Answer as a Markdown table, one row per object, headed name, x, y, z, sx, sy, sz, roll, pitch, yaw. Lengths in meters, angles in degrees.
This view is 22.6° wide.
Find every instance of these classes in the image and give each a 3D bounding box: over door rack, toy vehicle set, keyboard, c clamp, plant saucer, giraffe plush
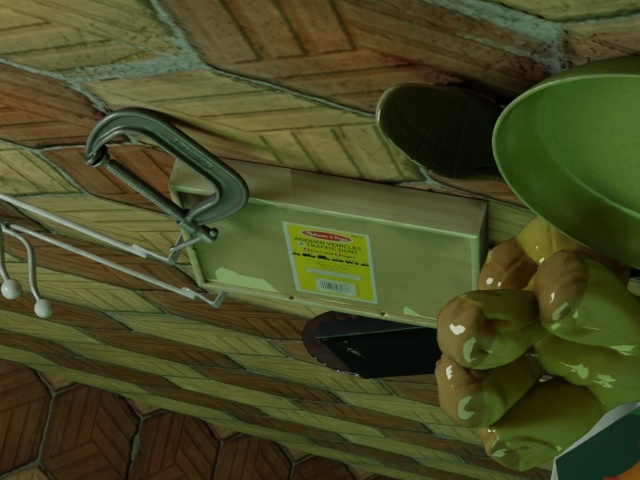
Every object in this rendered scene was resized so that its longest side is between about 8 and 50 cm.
| name | x | y | z | sx | sy | sz | roll | pitch | yaw |
| --- | --- | --- | --- | --- | --- | --- | --- | --- | --- |
| over door rack | -0.268 | 0.016 | 1.657 | 0.324 | 0.108 | 0.239 | 10 | 168 | 10 |
| toy vehicle set | 0.012 | 0.005 | 1.380 | 0.267 | 0.035 | 0.166 | 10 | 149 | 11 |
| keyboard | 0.143 | 0.079 | 1.584 | 0.317 | 0.033 | 0.201 | -8 | 150 | 24 |
| c clamp | -0.132 | -0.046 | 1.310 | 0.137 | 0.022 | 0.161 | -18 | 132 | 41 |
| plant saucer | 0.225 | -0.044 | 0.975 | 0.241 | 0.037 | 0.241 | 18 | 157 | 8 |
| giraffe plush | 0.177 | 0.041 | 1.163 | 0.210 | 0.170 | 0.181 | -8 | 131 | -3 |

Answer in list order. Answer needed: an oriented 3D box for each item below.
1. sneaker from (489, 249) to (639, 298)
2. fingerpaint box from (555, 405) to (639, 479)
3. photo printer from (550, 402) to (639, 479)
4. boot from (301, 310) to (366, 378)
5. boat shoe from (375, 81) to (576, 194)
| name | x | y | z | sx | sy | sz | roll | pitch | yaw |
| --- | --- | --- | --- | --- | --- | --- | --- | --- | --- |
| sneaker | 0.206 | 0.034 | 1.419 | 0.170 | 0.051 | 0.089 | 9 | 168 | -7 |
| fingerpaint box | 0.513 | 0.248 | 1.491 | 0.445 | 0.163 | 0.371 | 19 | 140 | -27 |
| photo printer | 0.328 | 0.272 | 1.753 | 0.107 | 0.307 | 0.256 | 5 | 163 | 26 |
| boot | 0.041 | 0.076 | 1.747 | 0.248 | 0.090 | 0.207 | 4 | 153 | 38 |
| boat shoe | 0.099 | -0.070 | 1.050 | 0.153 | 0.056 | 0.048 | 12 | -161 | -25 |
